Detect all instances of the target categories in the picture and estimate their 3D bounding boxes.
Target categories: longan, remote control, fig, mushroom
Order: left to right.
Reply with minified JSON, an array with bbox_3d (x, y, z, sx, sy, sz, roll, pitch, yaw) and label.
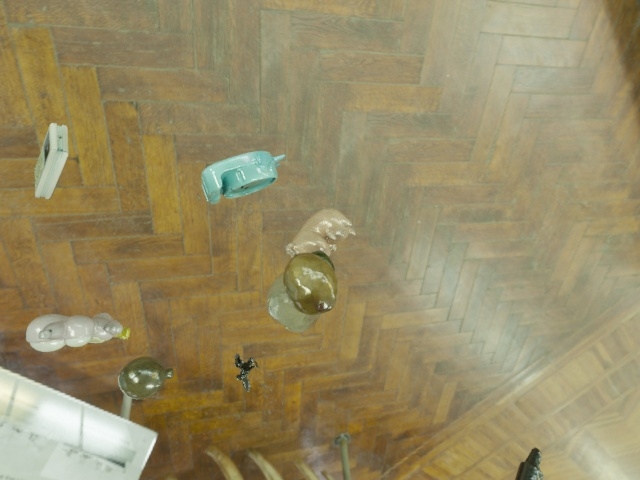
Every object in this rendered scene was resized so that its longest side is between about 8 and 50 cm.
[{"bbox_3d":[-0.869,-0.248,1.343,0.055,0.103,0.277,4,151,-42],"label":"remote control"},{"bbox_3d":[-0.689,0.542,1.661,0.204,0.159,0.185,-5,151,-20],"label":"longan"},{"bbox_3d":[-0.042,0.115,0.847,0.128,0.128,0.350,-7,165,-13],"label":"mushroom"},{"bbox_3d":[-0.030,0.095,1.257,0.117,0.177,0.117,3,84,-30],"label":"fig"}]

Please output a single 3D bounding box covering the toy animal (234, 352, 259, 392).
[{"bbox_3d":[-0.305,0.529,1.714,0.108,0.062,0.220,-35,128,-30],"label":"toy animal"}]

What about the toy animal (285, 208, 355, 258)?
[{"bbox_3d":[-0.007,-0.008,1.490,0.250,0.154,0.166,-43,142,-13],"label":"toy animal"}]

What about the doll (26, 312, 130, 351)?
[{"bbox_3d":[-0.666,0.249,1.167,0.160,0.365,0.094,0,82,-1],"label":"doll"}]

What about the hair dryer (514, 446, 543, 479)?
[{"bbox_3d":[0.251,0.372,0.526,0.248,0.070,0.114,-46,158,-32],"label":"hair dryer"}]

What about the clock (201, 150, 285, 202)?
[{"bbox_3d":[-0.241,-0.206,1.344,0.274,0.223,0.094,-20,89,-15],"label":"clock"}]
